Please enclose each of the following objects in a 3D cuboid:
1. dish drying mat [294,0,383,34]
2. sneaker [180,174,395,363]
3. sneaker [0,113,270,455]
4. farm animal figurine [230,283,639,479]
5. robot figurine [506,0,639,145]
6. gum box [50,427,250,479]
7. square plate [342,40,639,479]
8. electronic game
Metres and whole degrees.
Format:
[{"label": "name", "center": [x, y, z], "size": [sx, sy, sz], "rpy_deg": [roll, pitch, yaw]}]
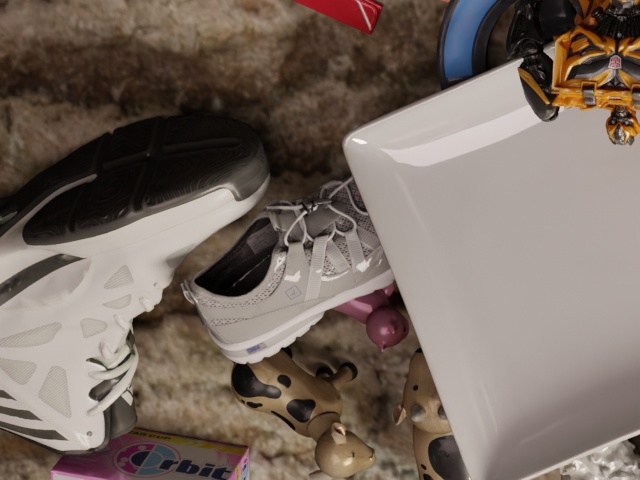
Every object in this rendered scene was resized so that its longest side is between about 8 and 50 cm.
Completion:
[{"label": "dish drying mat", "center": [0.014, -0.217, 1.816], "size": [0.083, 0.008, 0.032], "rpy_deg": [24, 119, 5]}, {"label": "sneaker", "center": [0.000, 0.000, 1.813], "size": [0.281, 0.105, 0.115], "rpy_deg": [-40, 137, 4]}, {"label": "sneaker", "center": [-0.198, 0.053, 1.947], "size": [0.447, 0.169, 0.257], "rpy_deg": [-22, 120, 24]}, {"label": "farm animal figurine", "center": [0.098, 0.166, 1.870], "size": [0.330, 0.172, 0.327], "rpy_deg": [-21, 106, 24]}, {"label": "robot figurine", "center": [0.255, -0.225, 1.639], "size": [0.211, 0.085, 0.291], "rpy_deg": [4, 88, 20]}, {"label": "gum box", "center": [-0.177, 0.246, 2.028], "size": [0.188, 0.107, 0.062], "rpy_deg": [8, 115, 13]}, {"label": "square plate", "center": [0.231, 0.000, 1.711], "size": [0.347, 0.049, 0.344], "rpy_deg": [-24, 82, 19]}, {"label": "electronic game", "center": [0.215, -0.157, 1.760], "size": [0.229, 0.048, 0.229], "rpy_deg": [6, 115, 14]}]
